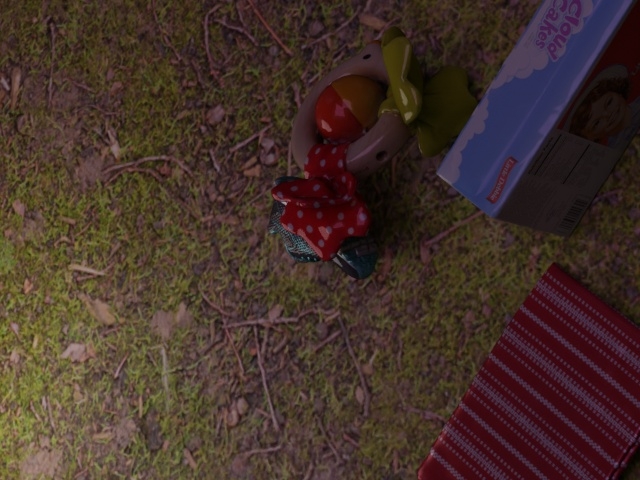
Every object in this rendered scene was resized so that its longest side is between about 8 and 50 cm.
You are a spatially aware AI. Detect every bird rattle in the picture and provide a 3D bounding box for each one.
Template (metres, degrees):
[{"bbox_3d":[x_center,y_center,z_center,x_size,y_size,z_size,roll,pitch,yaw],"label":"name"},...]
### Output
[{"bbox_3d":[0.045,-0.112,1.930,0.253,0.143,0.207,-49,35,14],"label":"bird rattle"}]

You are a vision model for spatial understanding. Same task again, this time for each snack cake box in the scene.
[{"bbox_3d":[0.246,-0.141,1.755,0.089,0.152,0.264,41,107,35],"label":"snack cake box"}]

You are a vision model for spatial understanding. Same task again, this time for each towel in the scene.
[{"bbox_3d":[0.227,0.185,1.793,0.199,0.031,0.275,40,105,37],"label":"towel"}]

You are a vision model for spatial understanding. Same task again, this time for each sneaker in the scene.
[{"bbox_3d":[0.000,0.000,1.988,0.166,0.065,0.076,46,126,37],"label":"sneaker"}]
